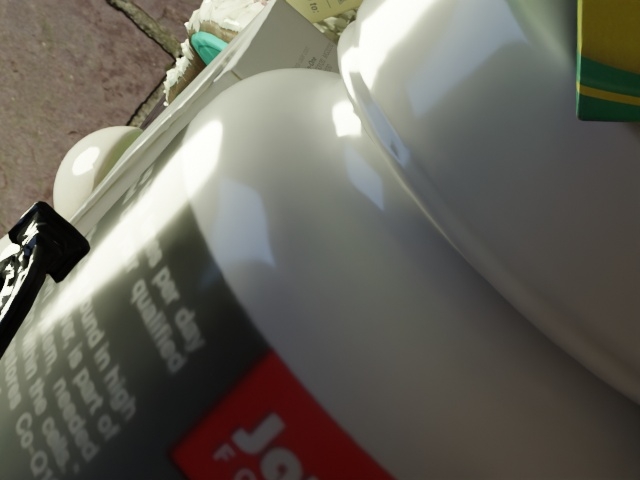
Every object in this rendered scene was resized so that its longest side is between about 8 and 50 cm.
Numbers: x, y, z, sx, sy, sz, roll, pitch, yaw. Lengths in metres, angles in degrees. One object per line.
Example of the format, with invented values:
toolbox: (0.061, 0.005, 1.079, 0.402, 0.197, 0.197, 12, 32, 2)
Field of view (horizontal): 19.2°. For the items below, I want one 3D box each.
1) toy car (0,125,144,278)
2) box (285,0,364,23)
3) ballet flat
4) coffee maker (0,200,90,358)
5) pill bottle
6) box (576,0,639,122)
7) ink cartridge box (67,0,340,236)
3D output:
toy car: (-0.083, 0.035, 1.021, 0.136, 0.159, 0.182, 88, -155, -45)
box: (0.090, -0.238, 1.011, 0.243, 0.117, 0.213, -16, 23, 21)
ballet flat: (-0.013, -0.114, 1.177, 0.147, 0.147, 0.409, -51, 12, -7)
coffee maker: (-0.037, 0.122, 0.339, 0.171, 0.178, 0.120, -49, 12, 19)
pill bottle: (-0.009, 0.059, 0.491, 0.283, 0.161, 0.161, -46, 11, 21)
box: (0.142, -0.056, 0.380, 0.105, 0.179, 0.043, -72, -19, -64)
ink cartridge box: (0.000, 0.000, 0.693, 0.109, 0.150, 0.063, -41, 13, 38)
